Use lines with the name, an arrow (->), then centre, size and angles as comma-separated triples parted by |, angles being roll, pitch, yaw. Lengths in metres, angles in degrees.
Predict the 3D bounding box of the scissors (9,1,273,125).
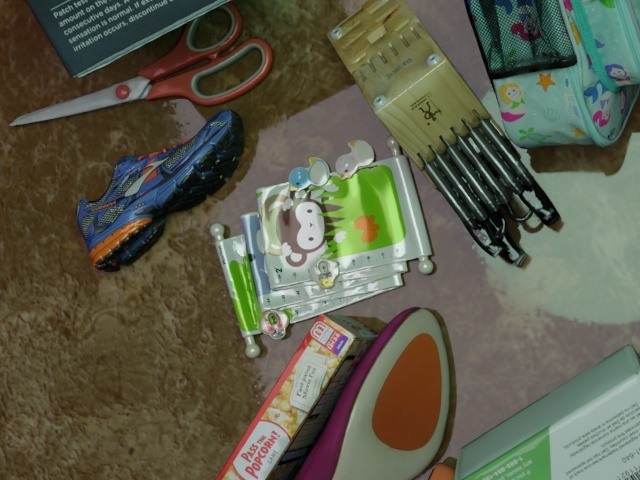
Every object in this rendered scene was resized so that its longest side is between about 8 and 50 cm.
scissors -> -0.192, -0.156, 1.620 | 0.297, 0.021, 0.109 | -29, 83, 8

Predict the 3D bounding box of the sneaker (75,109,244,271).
sneaker -> -0.174, -0.066, 1.583 | 0.221, 0.083, 0.087 | -40, 74, 5

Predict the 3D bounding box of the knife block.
knife block -> 0.133, -0.106, 1.524 | 0.088, 0.242, 0.276 | -36, 35, 7

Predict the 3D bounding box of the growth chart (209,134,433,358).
growth chart -> 0.000, 0.000, 1.568 | 0.237, 0.021, 0.172 | -24, 81, 9

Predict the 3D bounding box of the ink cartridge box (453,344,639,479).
ink cartridge box -> 0.285, 0.273, 1.405 | 0.201, 0.117, 0.278 | -34, 94, 12

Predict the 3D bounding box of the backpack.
backpack -> 0.235, -0.215, 1.401 | 0.191, 0.225, 0.253 | 2, 127, 25

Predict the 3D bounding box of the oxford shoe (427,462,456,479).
oxford shoe -> 0.109, 0.362, 1.484 | 0.098, 0.097, 0.271 | 21, 91, 9

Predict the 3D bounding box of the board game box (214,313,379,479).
board game box -> -0.018, 0.165, 1.497 | 0.045, 0.147, 0.193 | 33, 93, 13

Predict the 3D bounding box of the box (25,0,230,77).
box -> -0.225, -0.398, 1.434 | 0.212, 0.293, 0.395 | -26, 107, 10

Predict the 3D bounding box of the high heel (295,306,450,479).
high heel -> 0.003, 0.238, 1.521 | 0.181, 0.127, 0.377 | 1, 62, 55
